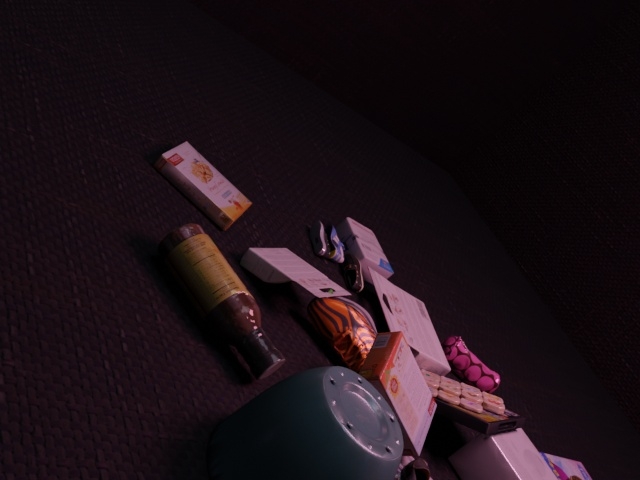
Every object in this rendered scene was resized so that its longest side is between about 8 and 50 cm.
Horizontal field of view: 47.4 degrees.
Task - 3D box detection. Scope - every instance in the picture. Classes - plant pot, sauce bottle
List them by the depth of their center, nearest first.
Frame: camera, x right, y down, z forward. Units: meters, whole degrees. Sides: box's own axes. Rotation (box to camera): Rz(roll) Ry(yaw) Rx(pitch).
[{"bbox_3d":[-0.004,0.352,1.229,0.293,0.235,0.293,38,21,-18],"label":"plant pot"},{"bbox_3d":[-0.197,0.125,1.467,0.344,0.111,0.111,54,22,15],"label":"sauce bottle"}]

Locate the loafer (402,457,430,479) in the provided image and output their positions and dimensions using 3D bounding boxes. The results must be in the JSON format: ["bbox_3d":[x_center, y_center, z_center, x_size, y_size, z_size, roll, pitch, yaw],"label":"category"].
[{"bbox_3d":[0.208,0.501,1.527,0.062,0.061,0.170,46,20,2],"label":"loafer"}]

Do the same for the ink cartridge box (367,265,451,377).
[{"bbox_3d":[0.236,0.240,2.121,0.261,0.066,0.296,33,24,-29],"label":"ink cartridge box"}]

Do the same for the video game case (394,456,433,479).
[{"bbox_3d":[0.221,0.565,1.557,0.201,0.023,0.183,48,21,5],"label":"video game case"}]

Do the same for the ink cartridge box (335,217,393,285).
[{"bbox_3d":[0.130,0.037,2.272,0.139,0.082,0.191,28,26,-38],"label":"ink cartridge box"}]

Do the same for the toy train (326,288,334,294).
[{"bbox_3d":[0.048,0.165,1.975,0.083,0.017,0.024,44,31,-5],"label":"toy train"}]

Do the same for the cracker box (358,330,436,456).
[{"bbox_3d":[0.171,0.338,1.605,0.232,0.067,0.156,63,35,-23],"label":"cracker box"}]

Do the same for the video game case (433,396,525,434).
[{"bbox_3d":[0.350,0.418,1.854,0.275,0.035,0.248,19,2,36],"label":"video game case"}]

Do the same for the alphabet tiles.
[{"bbox_3d":[0.334,0.382,1.883,0.284,0.021,0.278,17,2,11],"label":"alphabet tiles"}]

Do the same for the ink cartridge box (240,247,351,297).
[{"bbox_3d":[-0.059,0.093,1.769,0.224,0.056,0.181,36,15,24],"label":"ink cartridge box"}]

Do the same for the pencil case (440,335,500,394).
[{"bbox_3d":[0.458,0.384,2.229,0.209,0.098,0.095,41,21,-13],"label":"pencil case"}]

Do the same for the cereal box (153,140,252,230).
[{"bbox_3d":[-0.294,-0.142,1.851,0.240,0.047,0.173,44,21,-6],"label":"cereal box"}]

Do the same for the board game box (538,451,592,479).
[{"bbox_3d":[0.748,0.776,2.097,0.318,0.066,0.319,25,29,-43],"label":"board game box"}]

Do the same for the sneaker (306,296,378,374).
[{"bbox_3d":[0.088,0.268,1.710,0.321,0.124,0.180,43,20,-7],"label":"sneaker"}]

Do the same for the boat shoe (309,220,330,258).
[{"bbox_3d":[0.000,0.000,2.153,0.040,0.049,0.142,38,28,-34],"label":"boat shoe"}]

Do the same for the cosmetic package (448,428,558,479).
[{"bbox_3d":[0.469,0.592,1.810,0.224,0.138,0.224,17,35,-55],"label":"cosmetic package"}]

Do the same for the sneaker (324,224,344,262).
[{"bbox_3d":[0.038,0.013,2.190,0.059,0.053,0.144,34,31,-32],"label":"sneaker"}]

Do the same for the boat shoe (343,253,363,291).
[{"bbox_3d":[0.092,0.089,2.139,0.042,0.049,0.133,32,35,-42],"label":"boat shoe"}]
